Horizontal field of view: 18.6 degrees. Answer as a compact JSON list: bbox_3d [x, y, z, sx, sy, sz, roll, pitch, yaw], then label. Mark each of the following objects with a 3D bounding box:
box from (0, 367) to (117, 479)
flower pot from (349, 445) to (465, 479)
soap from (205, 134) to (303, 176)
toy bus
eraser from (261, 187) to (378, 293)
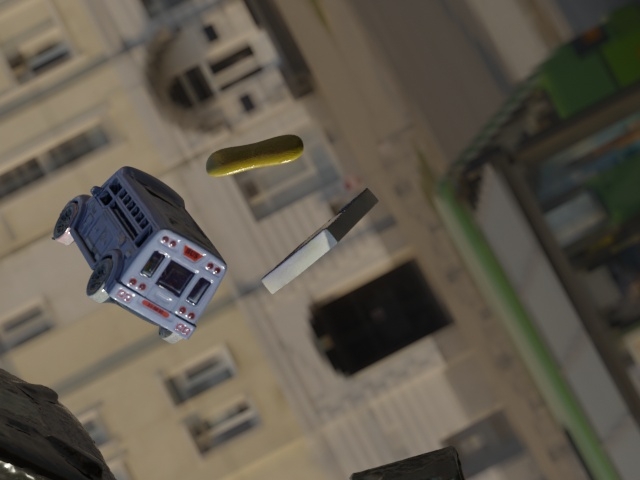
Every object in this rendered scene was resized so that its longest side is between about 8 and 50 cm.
[{"bbox_3d":[-0.391,0.192,2.109,0.359,0.091,0.350,26,-177,-25],"label":"box"},{"bbox_3d":[0.109,0.312,1.820,0.103,0.108,0.229,-94,-16,-68],"label":"flower pot"},{"bbox_3d":[-0.058,-0.074,1.711,0.012,0.089,0.034,69,-168,-46],"label":"soap"},{"bbox_3d":[-0.119,0.003,1.309,0.073,0.076,0.167,31,-172,-27],"label":"toy bus"},{"bbox_3d":[0.000,0.000,2.128,0.023,0.104,0.150,50,-154,-2],"label":"eraser"}]
